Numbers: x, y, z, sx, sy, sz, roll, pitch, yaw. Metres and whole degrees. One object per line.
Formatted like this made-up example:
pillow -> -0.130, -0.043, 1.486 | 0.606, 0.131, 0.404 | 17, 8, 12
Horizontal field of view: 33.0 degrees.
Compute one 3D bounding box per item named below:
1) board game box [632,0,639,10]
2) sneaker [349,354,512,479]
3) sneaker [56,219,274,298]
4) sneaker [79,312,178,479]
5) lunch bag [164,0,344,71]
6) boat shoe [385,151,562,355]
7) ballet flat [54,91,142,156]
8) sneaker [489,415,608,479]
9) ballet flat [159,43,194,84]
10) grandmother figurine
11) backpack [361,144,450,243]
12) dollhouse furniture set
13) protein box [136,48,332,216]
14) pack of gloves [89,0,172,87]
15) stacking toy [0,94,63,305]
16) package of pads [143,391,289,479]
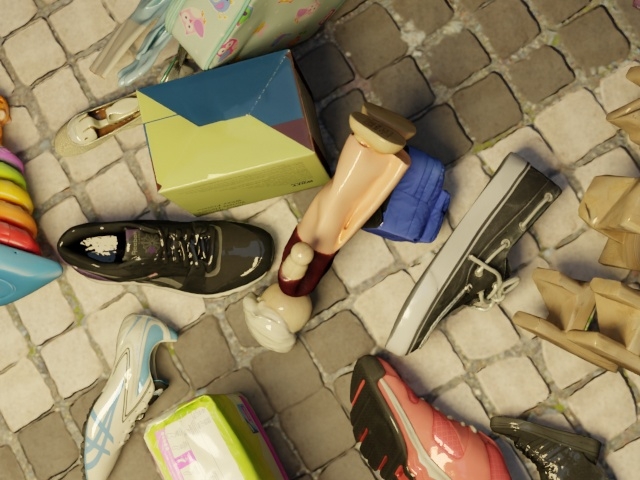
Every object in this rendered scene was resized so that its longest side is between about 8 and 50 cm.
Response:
board game box -> 0.611, -0.304, 1.403 | 0.347, 0.056, 0.208 | 36, 84, 11
sneaker -> 0.153, 0.272, 1.368 | 0.136, 0.116, 0.314 | -22, 67, -31
sneaker -> -0.205, 0.020, 1.422 | 0.283, 0.124, 0.107 | -2, 82, 7
sneaker -> -0.254, 0.215, 1.425 | 0.086, 0.085, 0.237 | 19, 88, 2
lunch bag -> -0.064, -0.323, 1.362 | 0.108, 0.279, 0.224 | 51, 128, 8
boat shoe -> 0.200, 0.034, 1.378 | 0.105, 0.113, 0.306 | 35, 72, 5
ballet flat -> -0.301, -0.169, 1.498 | 0.168, 0.052, 0.057 | -25, 80, 4
sneaker -> 0.290, 0.282, 1.359 | 0.170, 0.051, 0.089 | 14, 80, 6
ballet flat -> -0.188, -0.252, 1.503 | 0.041, 0.041, 0.114 | 23, 86, 10
grandmother figurine -> 0.000, 0.000, 1.354 | 0.104, 0.208, 0.342 | 34, 115, 12
backpack -> 0.115, -0.059, 1.410 | 0.101, 0.098, 0.120 | 19, 84, -20
dollhouse furniture set -> 0.477, 0.008, 1.232 | 0.256, 0.394, 0.362 | 27, 86, -17
protein box -> -0.104, -0.131, 1.391 | 0.199, 0.201, 0.136 | -14, 81, 5
pack of gloves -> -0.207, -0.298, 1.466 | 0.046, 0.195, 0.232 | 37, 88, -32
stacking toy -> -0.458, -0.072, 1.467 | 0.165, 0.175, 0.302 | -24, 60, 35
package of pads -> -0.089, 0.330, 1.312 | 0.101, 0.229, 0.297 | -29, 80, 3
